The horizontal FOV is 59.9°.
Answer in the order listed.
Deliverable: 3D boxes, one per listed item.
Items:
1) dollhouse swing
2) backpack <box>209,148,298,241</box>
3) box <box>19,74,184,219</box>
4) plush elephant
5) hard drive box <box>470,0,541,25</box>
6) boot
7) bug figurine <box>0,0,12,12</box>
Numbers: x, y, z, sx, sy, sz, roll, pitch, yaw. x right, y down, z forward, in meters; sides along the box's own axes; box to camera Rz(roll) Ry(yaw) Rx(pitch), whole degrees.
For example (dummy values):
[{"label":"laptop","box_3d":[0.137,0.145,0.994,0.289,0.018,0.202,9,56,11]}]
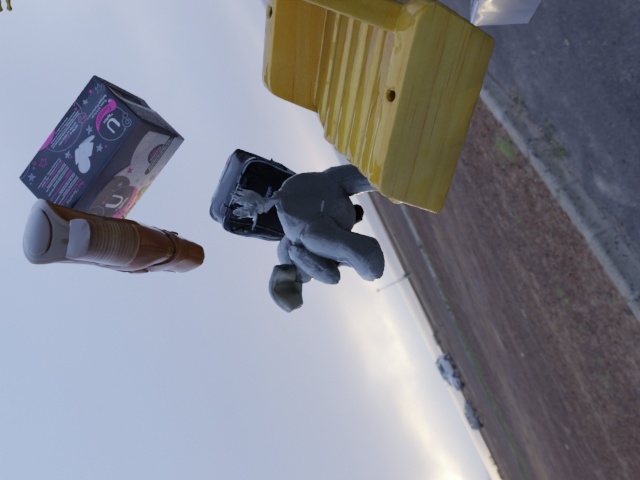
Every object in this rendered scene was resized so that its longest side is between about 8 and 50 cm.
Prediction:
[{"label":"dollhouse swing","box_3d":[-0.034,-0.214,0.684,0.347,0.304,0.315,49,141,43]},{"label":"backpack","box_3d":[-0.162,-0.118,1.530,0.253,0.225,0.191,15,-165,-36]},{"label":"box","box_3d":[-0.413,-0.156,1.072,0.142,0.247,0.163,44,-171,15]},{"label":"plush elephant","box_3d":[0.000,0.000,1.120,0.255,0.329,0.272,79,-163,-56]},{"label":"hard drive box","box_3d":[0.253,-0.433,0.735,0.181,0.089,0.232,3,-93,-81]},{"label":"boot","box_3d":[-0.356,-0.001,0.949,0.220,0.283,0.109,13,-100,-51]},{"label":"bug figurine","box_3d":[-0.634,-0.507,0.943,0.072,0.216,0.279,-116,31,-53]}]
